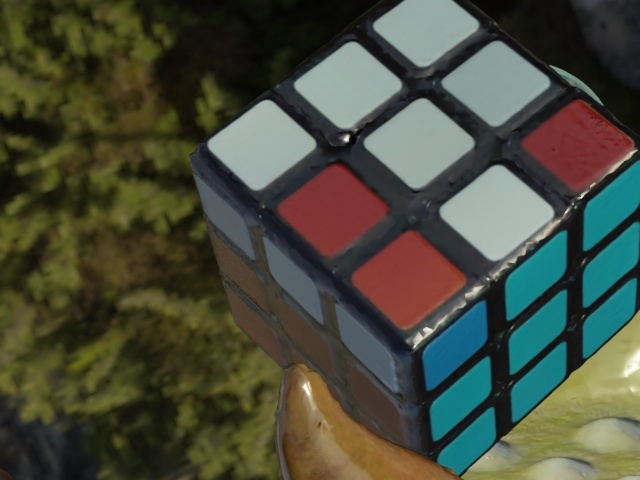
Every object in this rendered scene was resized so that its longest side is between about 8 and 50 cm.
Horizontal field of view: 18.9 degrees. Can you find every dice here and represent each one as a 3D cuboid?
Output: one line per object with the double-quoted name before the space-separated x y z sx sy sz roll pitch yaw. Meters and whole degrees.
"dice" 0.173 0.077 1.491 0.227 0.238 0.233 -9 145 16

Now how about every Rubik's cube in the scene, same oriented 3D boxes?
"Rubik's cube" 0.051 -0.002 0.946 0.163 0.162 0.160 43 161 29

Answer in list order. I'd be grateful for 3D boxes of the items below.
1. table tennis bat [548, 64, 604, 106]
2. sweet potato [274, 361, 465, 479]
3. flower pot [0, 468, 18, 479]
"table tennis bat" 0.202 -0.133 1.957 0.237 0.149 0.038 33 151 -10
"sweet potato" 0.111 0.157 0.713 0.106 0.354 0.095 -64 25 -1
"flower pot" -0.096 0.127 0.627 0.089 0.111 0.111 14 118 13
